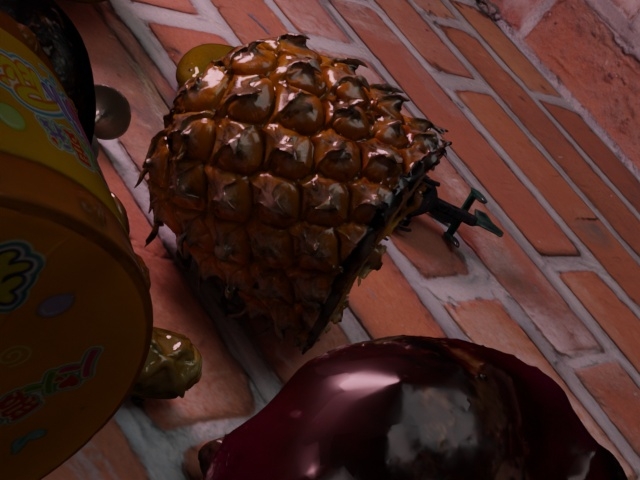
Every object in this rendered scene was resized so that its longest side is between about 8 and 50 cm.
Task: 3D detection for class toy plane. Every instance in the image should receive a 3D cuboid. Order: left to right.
[{"bbox_3d":[0.148,-0.083,1.872,0.381,0.106,0.155,23,19,-20],"label":"toy plane"}]

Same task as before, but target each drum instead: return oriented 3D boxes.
[{"bbox_3d":[-0.330,0.031,0.747,0.431,0.431,0.214,10,42,-45],"label":"drum"}]

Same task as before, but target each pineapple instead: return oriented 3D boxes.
[{"bbox_3d":[-0.038,-0.064,1.375,0.300,0.352,0.352,35,26,13],"label":"pineapple"}]

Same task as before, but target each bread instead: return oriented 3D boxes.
[{"bbox_3d":[-0.272,0.090,1.090,0.367,0.077,0.084,17,12,-37],"label":"bread"}]

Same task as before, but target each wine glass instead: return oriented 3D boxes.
[{"bbox_3d":[-0.295,-0.123,1.388,0.079,0.079,0.195,36,26,-8],"label":"wine glass"}]

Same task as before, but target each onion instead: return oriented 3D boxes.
[{"bbox_3d":[0.031,0.270,1.010,0.398,0.398,0.420,24,-13,-29],"label":"onion"}]

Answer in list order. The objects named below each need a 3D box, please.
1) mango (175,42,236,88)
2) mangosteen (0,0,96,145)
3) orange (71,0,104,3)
[{"bbox_3d":[-0.147,-0.253,1.760,0.191,0.085,0.122,3,48,-51],"label":"mango"},{"bbox_3d":[-0.364,-0.128,1.067,0.330,0.330,0.330,30,29,-19],"label":"mangosteen"},{"bbox_3d":[-0.354,-0.478,1.658,0.279,0.235,0.279,161,-90,-86],"label":"orange"}]
